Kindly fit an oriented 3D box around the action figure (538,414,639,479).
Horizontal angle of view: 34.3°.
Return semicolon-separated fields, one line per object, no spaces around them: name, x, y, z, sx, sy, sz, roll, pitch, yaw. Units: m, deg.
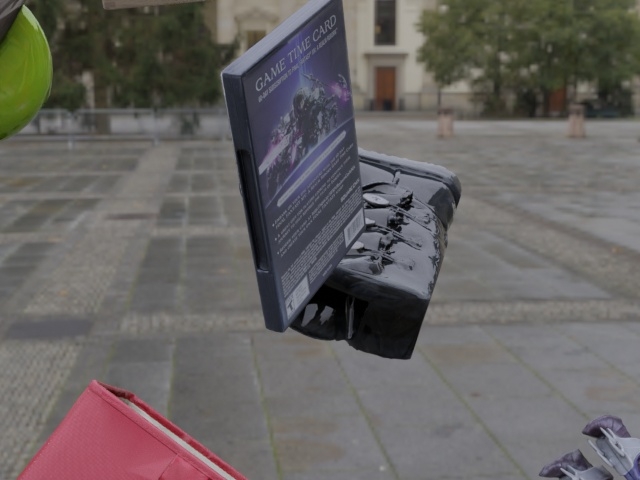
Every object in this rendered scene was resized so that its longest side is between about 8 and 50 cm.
action figure;0.402;0.346;1.231;0.099;0.185;0.285;11;30;-50

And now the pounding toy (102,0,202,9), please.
pounding toy;-0.166;-0.358;1.161;0.181;0.094;0.206;-8;44;-12

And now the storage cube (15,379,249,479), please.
storage cube;-0.137;0.240;0.764;0.215;0.193;0.184;36;-10;5

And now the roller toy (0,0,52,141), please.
roller toy;-0.201;-0.134;0.383;0.209;0.191;0.146;-5;-18;-37

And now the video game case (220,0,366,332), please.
video game case;-0.016;-0.076;1.001;0.026;0.274;0.196;10;37;26

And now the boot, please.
boot;0.002;0.000;1.481;0.366;0.146;0.445;3;27;13
